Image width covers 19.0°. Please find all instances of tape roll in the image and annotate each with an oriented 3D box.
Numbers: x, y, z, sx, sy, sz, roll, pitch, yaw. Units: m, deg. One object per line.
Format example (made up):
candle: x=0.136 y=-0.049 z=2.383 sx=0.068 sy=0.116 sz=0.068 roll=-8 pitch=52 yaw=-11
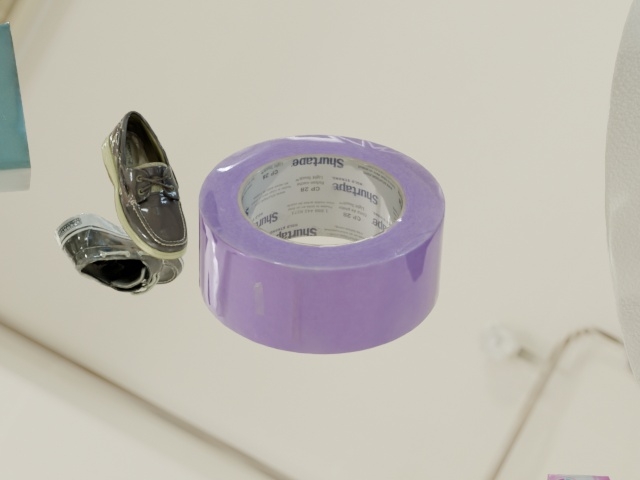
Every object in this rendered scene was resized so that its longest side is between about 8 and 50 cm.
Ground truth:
tape roll: x=0.323 y=-0.041 z=1.532 sx=0.392 sy=0.072 sz=0.392 roll=3 pitch=-93 yaw=-61
tape roll: x=0.000 y=0.000 z=1.470 sx=0.189 sy=0.189 sz=0.080 roll=-61 pitch=-22 yaw=-54

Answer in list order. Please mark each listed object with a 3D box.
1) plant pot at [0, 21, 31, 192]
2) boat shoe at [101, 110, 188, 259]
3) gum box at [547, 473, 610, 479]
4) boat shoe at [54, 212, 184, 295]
plant pot: x=-0.455 y=-0.132 z=2.161 sx=0.165 sy=0.234 sz=0.165 roll=139 pitch=121 yaw=-78
boat shoe: x=-0.153 y=-0.050 z=1.677 sx=0.056 sy=0.152 sz=0.049 roll=-8 pitch=-38 yaw=-29
gum box: x=0.246 y=0.327 z=1.824 sx=0.107 sy=0.062 sz=0.188 roll=-73 pitch=-20 yaw=-49
boat shoe: x=-0.228 y=0.030 z=2.247 sx=0.078 sy=0.070 sz=0.219 roll=-38 pitch=-27 yaw=20
